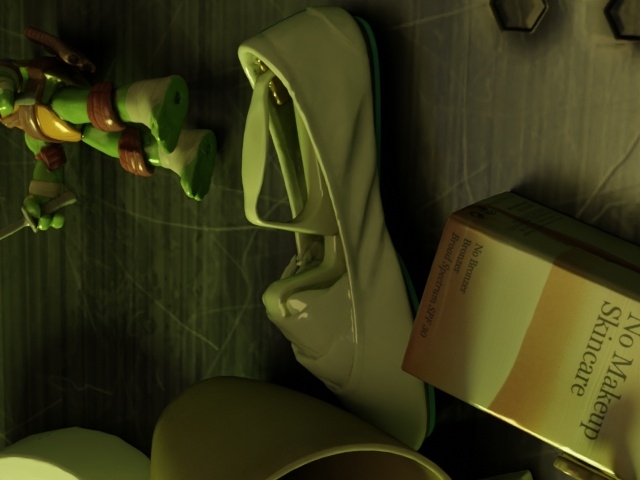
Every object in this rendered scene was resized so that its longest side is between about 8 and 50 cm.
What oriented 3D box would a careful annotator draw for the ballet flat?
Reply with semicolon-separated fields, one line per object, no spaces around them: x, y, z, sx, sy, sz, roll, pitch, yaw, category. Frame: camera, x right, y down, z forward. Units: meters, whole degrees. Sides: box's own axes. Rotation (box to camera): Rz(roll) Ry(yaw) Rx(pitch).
0.000;0.000;1.218;0.139;0.139;0.400;-6;97;31;ballet flat

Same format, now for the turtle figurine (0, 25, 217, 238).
-0.252;-0.075;1.305;0.266;0.275;0.198;6;120;20;turtle figurine

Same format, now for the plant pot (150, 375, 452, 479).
-0.047;0.233;1.229;0.274;0.256;0.257;37;123;57;plant pot

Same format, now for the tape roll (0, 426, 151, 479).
-0.262;0.344;1.473;0.286;0.100;0.286;7;105;29;tape roll

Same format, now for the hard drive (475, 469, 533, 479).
0.148;0.377;1.280;0.203;0.040;0.308;-19;92;32;hard drive

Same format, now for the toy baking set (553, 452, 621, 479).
0.278;0.224;1.049;0.256;0.196;0.030;26;92;59;toy baking set

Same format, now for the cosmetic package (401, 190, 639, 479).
0.233;0.089;1.114;0.296;0.129;0.153;24;111;23;cosmetic package
